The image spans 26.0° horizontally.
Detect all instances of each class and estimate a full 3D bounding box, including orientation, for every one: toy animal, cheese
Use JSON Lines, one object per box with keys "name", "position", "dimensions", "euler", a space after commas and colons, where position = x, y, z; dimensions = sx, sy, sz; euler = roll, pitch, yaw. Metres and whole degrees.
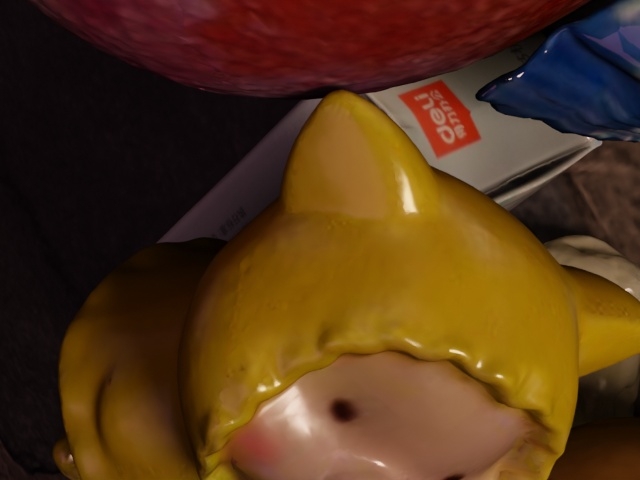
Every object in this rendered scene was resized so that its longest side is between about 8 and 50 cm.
{"name": "toy animal", "position": [-0.007, 0.050, 0.492], "dimensions": [0.229, 0.156, 0.156], "euler": [-30, 84, 43]}
{"name": "cheese", "position": [0.111, 0.090, 0.642], "dimensions": [0.065, 0.043, 0.194], "euler": [27, 123, 37]}

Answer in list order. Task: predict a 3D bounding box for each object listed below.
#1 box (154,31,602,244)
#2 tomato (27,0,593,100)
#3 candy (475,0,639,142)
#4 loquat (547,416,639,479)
{"name": "box", "position": [0.000, 0.000, 0.654], "dimensions": [0.079, 0.135, 0.269], "euler": [57, 136, 7]}
{"name": "tomato", "position": [0.047, -0.144, 0.423], "dimensions": [0.289, 0.335, 0.176], "euler": [14, 137, 61]}
{"name": "candy", "position": [0.223, -0.057, 0.383], "dimensions": [0.331, 0.187, 0.077], "euler": [-7, 77, 48]}
{"name": "loquat", "position": [0.127, 0.198, 0.514], "dimensions": [0.263, 0.263, 0.263], "euler": [19, 118, 39]}
